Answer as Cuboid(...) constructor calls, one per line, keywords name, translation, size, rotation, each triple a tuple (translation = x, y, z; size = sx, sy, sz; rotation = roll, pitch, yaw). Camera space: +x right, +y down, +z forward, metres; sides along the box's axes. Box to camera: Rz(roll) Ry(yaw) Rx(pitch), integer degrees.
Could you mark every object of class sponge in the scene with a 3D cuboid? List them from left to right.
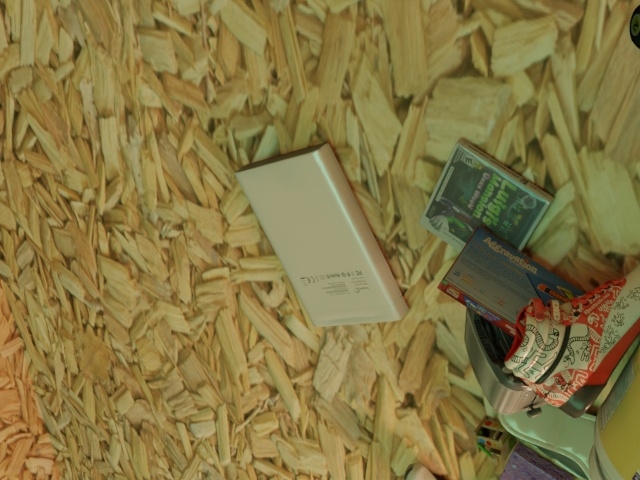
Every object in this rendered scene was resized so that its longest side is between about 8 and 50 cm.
Cuboid(name="sponge", translation=(0.397, 0.488, 1.695), size=(0.117, 0.031, 0.210), rotation=(30, 136, 20))

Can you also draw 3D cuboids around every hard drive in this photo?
Cuboid(name="hard drive", translation=(0.000, 0.000, 1.658), size=(0.233, 0.047, 0.353), rotation=(-10, 114, 45))

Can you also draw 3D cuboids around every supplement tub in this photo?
Cuboid(name="supplement tub", translation=(0.532, 0.250, 1.238), size=(0.241, 0.241, 0.331), rotation=(30, 136, 20))

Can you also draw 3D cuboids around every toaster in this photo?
Cuboid(name="toaster", translation=(0.305, 0.169, 1.417), size=(0.146, 0.129, 0.227), rotation=(87, 166, -54))

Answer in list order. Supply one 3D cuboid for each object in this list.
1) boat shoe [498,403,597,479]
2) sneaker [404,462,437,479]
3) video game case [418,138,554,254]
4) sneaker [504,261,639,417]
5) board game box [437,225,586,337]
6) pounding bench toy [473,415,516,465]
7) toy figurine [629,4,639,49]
Cuboid(name="boat shoe", translation=(0.457, 0.351, 1.515), size=(0.319, 0.116, 0.099), rotation=(27, 178, 14))
Cuboid(name="sneaker", translation=(0.284, 0.571, 1.822), size=(0.129, 0.111, 0.297), rotation=(-32, 101, 33))
Cuboid(name="video game case", translation=(0.260, -0.046, 1.415), size=(0.173, 0.022, 0.190), rotation=(35, 137, 15))
Cuboid(name="sneaker", translation=(0.374, 0.102, 1.252), size=(0.145, 0.270, 0.090), rotation=(34, 173, 6))
Cuboid(name="board game box", translation=(0.330, 0.100, 1.350), size=(0.281, 0.145, 0.027), rotation=(33, 140, 9))
Cuboid(name="pounding bench toy", translation=(0.315, 0.376, 1.641), size=(0.065, 0.083, 0.052), rotation=(9, 126, 36))
Cuboid(name="toy figurine", translation=(0.451, -0.218, 0.976), size=(0.148, 0.213, 0.209), rotation=(-21, 110, 35))
